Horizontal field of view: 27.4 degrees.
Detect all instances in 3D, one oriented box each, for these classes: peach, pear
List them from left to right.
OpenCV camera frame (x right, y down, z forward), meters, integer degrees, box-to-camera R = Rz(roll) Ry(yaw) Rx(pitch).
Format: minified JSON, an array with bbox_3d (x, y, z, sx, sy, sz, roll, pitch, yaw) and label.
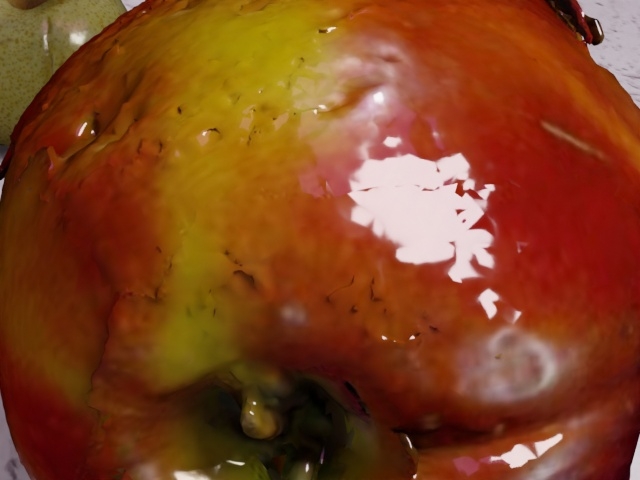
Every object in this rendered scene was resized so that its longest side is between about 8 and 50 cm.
[{"bbox_3d":[-0.218,-0.141,1.004,0.167,0.136,0.167,10,37,-8],"label":"pear"},{"bbox_3d":[0.000,0.000,0.709,0.353,0.339,0.416,19,29,3],"label":"peach"}]
